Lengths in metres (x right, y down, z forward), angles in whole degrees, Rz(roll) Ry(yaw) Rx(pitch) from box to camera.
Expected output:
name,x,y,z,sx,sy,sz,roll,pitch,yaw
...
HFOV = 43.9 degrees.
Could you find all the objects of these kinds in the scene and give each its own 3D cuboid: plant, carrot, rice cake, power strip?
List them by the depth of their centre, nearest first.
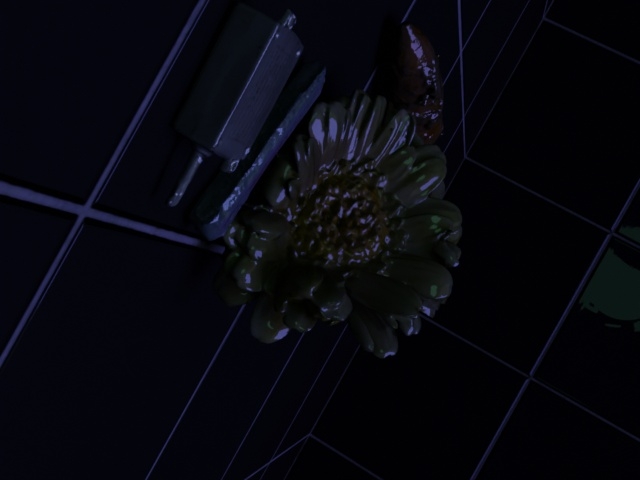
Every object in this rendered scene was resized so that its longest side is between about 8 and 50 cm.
name,x,y,z,sx,sy,sz,roll,pitch,yaw
power strip,-0.073,-0.101,0.615,0.175,0.042,0.075,-60,168,6
rice cake,-0.055,-0.088,0.742,0.208,0.033,0.033,-57,158,-21
plant,0.009,-0.038,0.884,0.305,0.297,0.262,-5,107,-24
carrot,0.118,-0.212,1.061,0.102,0.101,0.263,-58,162,-14
